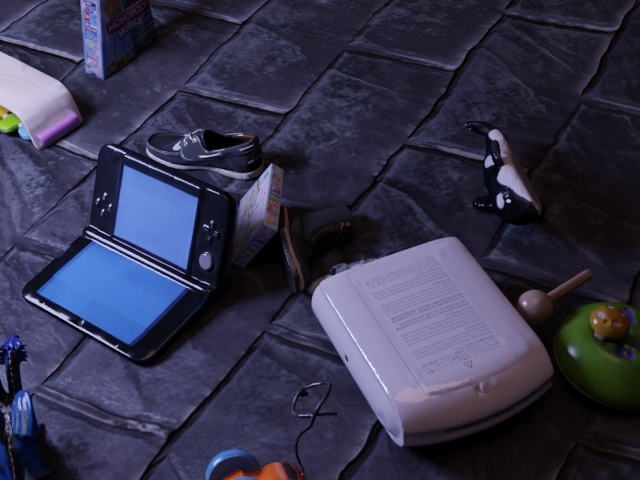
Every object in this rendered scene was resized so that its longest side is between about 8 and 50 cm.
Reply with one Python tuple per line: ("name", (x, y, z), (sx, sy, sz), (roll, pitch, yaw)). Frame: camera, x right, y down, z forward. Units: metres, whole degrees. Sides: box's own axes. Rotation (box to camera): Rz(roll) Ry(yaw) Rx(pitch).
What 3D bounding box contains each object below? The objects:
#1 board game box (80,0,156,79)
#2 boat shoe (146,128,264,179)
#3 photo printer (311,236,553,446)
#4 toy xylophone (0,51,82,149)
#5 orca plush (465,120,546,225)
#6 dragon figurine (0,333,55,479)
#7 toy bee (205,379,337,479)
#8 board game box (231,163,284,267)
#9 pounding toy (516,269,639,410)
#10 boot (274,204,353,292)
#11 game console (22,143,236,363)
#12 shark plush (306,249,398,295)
("board game box", (-0.420, -0.466, 2.185), (0.060, 0.194, 0.194), (24, 50, 29))
("boat shoe", (-0.213, -0.174, 1.926), (0.233, 0.079, 0.084), (10, 46, 20))
("photo printer", (0.161, 0.146, 1.502), (0.256, 0.107, 0.307), (-19, 44, -16))
("toy xylophone", (-0.637, -0.274, 2.083), (0.236, 0.081, 0.322), (-33, 48, -26))
("orca plush", (0.284, -0.103, 1.770), (0.102, 0.151, 0.287), (-34, 43, 16))
("dragon figurine", (-0.418, 0.257, 1.424), (0.085, 0.144, 0.289), (-14, 43, -8))
("toy bee", (-0.067, 0.337, 1.304), (0.298, 0.162, 0.195), (-31, 21, 18))
("board game box", (-0.104, -0.042, 1.751), (0.026, 0.103, 0.154), (28, 39, -21))
("pounding toy", (0.410, 0.114, 1.475), (0.183, 0.110, 0.237), (-23, 54, -30))
("boot", (0.000, 0.000, 1.710), (0.137, 0.077, 0.198), (-6, 40, -8))
("game console", (-0.307, 0.011, 1.672), (0.293, 0.250, 0.173), (23, 23, 28))
("shark plush", (0.055, 0.044, 1.672), (0.161, 0.073, 0.067), (-38, 19, -23))
